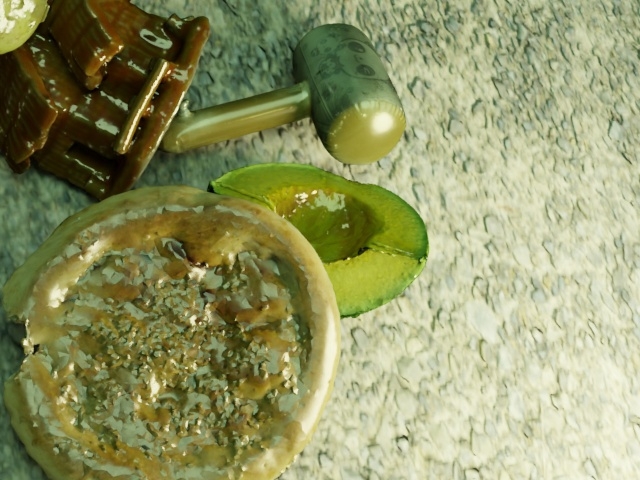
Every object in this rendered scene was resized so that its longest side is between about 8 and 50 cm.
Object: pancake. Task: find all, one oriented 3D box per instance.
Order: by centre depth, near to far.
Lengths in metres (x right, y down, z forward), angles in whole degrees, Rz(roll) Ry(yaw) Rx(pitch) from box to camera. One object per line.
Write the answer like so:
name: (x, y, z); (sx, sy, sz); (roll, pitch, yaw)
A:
pancake: (-0.167, 0.123, 1.564); (0.382, 0.071, 0.382); (2, 81, -11)

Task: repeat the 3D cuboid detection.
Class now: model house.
model house: (-0.278, -0.190, 1.667); (0.229, 0.199, 0.219); (23, 47, -12)

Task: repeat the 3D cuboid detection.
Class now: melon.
melon: (0.000, 0.000, 1.711); (0.265, 0.129, 0.169); (18, 27, 7)

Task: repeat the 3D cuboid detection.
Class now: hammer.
hammer: (-0.060, -0.163, 1.775); (0.306, 0.113, 0.202); (-13, 44, -9)

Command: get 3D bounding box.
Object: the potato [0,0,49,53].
potato: (-0.417, -0.301, 1.562); (0.248, 0.143, 0.169); (40, 40, -3)

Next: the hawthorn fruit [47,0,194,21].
hawthorn fruit: (-0.291, -0.316, 1.774); (0.285, 0.165, 0.165); (35, 56, -29)
